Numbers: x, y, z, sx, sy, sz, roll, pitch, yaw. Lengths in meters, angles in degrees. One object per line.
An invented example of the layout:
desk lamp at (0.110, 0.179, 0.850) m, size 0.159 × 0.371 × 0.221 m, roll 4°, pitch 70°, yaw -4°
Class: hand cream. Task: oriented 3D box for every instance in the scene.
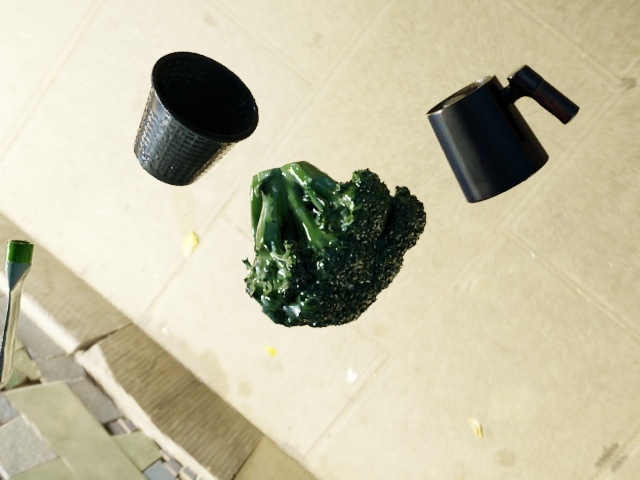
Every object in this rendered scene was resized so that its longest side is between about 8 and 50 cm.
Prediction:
hand cream at (-0.568, 0.137, 1.493) m, size 0.050 × 0.079 × 0.275 m, roll 11°, pitch 96°, yaw 21°

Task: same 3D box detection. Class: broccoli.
broccoli at (0.000, 0.000, 1.158) m, size 0.294 × 0.265 × 0.245 m, roll -20°, pitch 95°, yaw 34°

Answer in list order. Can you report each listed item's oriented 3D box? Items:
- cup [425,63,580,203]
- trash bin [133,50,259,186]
cup at (0.320, -0.201, 1.431) m, size 0.239 × 0.166 × 0.177 m, roll -30°, pitch 99°, yaw 10°
trash bin at (-0.204, -0.171, 1.247) m, size 0.175 × 0.175 × 0.161 m, roll 43°, pitch 131°, yaw 4°
